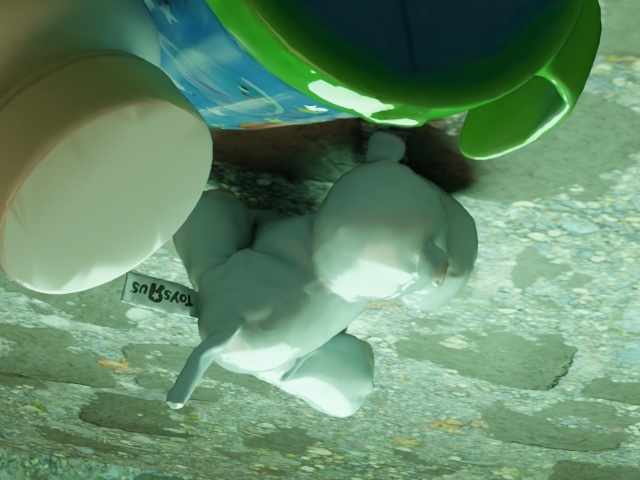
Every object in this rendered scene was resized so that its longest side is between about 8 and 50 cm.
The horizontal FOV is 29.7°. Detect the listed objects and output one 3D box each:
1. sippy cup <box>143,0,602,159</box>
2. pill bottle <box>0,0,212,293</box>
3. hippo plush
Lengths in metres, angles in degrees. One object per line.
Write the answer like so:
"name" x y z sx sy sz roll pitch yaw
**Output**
"sippy cup" -0.012 -0.160 0.652 0.240 0.305 0.224 -26 -173 -30
"pill bottle" -0.176 -0.102 0.596 0.272 0.152 0.152 47 172 29
"hippo plush" 0.000 0.000 1.056 0.236 0.234 0.294 -39 150 21
